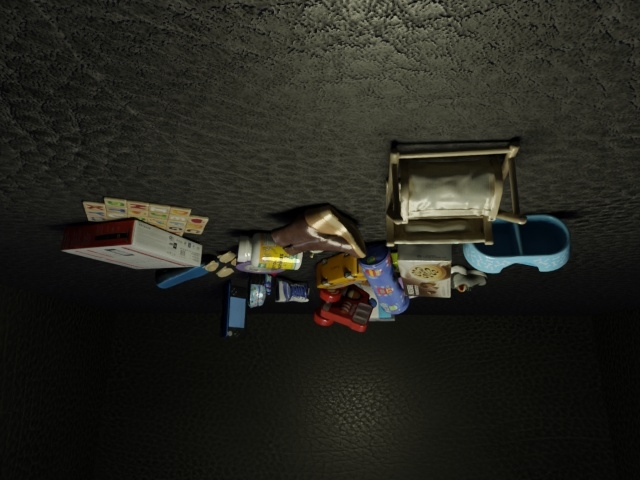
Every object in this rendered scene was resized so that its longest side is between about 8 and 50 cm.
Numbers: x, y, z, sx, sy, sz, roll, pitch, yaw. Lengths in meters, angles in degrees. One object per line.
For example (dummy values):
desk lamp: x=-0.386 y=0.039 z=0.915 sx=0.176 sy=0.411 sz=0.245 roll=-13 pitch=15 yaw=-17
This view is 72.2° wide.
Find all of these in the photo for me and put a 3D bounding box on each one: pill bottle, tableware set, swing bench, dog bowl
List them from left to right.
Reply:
tableware set: x=-0.385 y=0.096 z=1.783 sx=0.141 sy=0.020 sz=0.168 roll=-32 pitch=153 yaw=10
pill bottle: x=-0.171 y=0.035 z=1.476 sx=0.208 sy=0.118 sz=0.117 roll=5 pitch=163 yaw=-13
swing bench: x=0.276 y=-0.087 z=0.969 sx=0.253 sy=0.165 sz=0.255 roll=-1 pitch=169 yaw=5
dog bowl: x=0.570 y=0.002 z=1.271 sx=0.297 sy=0.166 sz=0.074 roll=-3 pitch=152 yaw=13

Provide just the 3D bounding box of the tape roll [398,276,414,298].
tape roll: x=0.422 y=0.201 z=1.948 sx=0.274 sy=0.090 sz=0.275 roll=-14 pitch=167 yaw=-3

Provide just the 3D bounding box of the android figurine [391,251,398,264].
android figurine: x=0.340 y=0.084 z=1.734 sx=0.272 sy=0.056 sz=0.248 roll=2 pitch=164 yaw=-6

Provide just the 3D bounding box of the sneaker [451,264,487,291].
sneaker: x=0.653 y=0.182 z=1.967 sx=0.271 sy=0.108 sz=0.100 roll=12 pitch=159 yaw=-37

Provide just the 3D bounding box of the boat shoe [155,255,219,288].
boat shoe: x=-0.544 y=0.104 z=1.773 sx=0.258 sy=0.089 sz=0.109 roll=-18 pitch=154 yaw=-17

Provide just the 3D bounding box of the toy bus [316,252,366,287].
toy bus: x=0.093 y=0.121 z=1.778 sx=0.130 sy=0.108 sz=0.332 roll=9 pitch=162 yaw=-28

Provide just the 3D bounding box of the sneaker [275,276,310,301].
sneaker: x=-0.140 y=0.254 z=2.259 sx=0.182 sy=0.128 sz=0.315 roll=-1 pitch=171 yaw=-7

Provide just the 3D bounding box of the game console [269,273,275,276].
game console: x=-0.237 y=0.097 z=1.884 sx=0.124 sy=0.085 sz=0.144 roll=-35 pitch=156 yaw=9

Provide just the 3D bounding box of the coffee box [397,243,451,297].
coffee box: x=0.362 y=0.085 z=1.505 sx=0.168 sy=0.119 sz=0.297 roll=0 pitch=151 yaw=16

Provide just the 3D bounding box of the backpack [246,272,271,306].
backpack: x=-0.289 y=0.228 z=2.051 sx=0.116 sy=0.173 sz=0.158 roll=3 pitch=163 yaw=-8

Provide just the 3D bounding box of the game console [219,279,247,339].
game console: x=-0.449 y=0.380 z=2.369 sx=0.173 sy=0.293 sz=0.250 roll=-12 pitch=160 yaw=39

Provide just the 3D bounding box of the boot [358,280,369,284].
boot: x=0.257 y=0.181 z=2.054 sx=0.197 sy=0.073 sz=0.152 roll=3 pitch=168 yaw=40

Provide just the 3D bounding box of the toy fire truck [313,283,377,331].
toy fire truck: x=0.122 y=0.288 z=2.003 sx=0.253 sy=0.169 sz=0.302 roll=19 pitch=-153 yaw=11

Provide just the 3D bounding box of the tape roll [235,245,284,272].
tape roll: x=-0.225 y=0.069 z=1.666 sx=0.188 sy=0.080 sz=0.189 roll=1 pitch=163 yaw=0

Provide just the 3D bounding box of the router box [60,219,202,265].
router box: x=-0.630 y=0.025 z=1.501 sx=0.301 sy=0.082 sz=0.335 roll=-4 pitch=165 yaw=21

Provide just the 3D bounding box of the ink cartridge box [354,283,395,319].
ink cartridge box: x=0.237 y=0.311 z=2.268 sx=0.270 sy=0.197 sz=0.198 roll=-4 pitch=164 yaw=15

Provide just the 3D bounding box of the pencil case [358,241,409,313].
pencil case: x=0.237 y=0.139 z=1.624 sx=0.119 sy=0.133 sz=0.306 roll=-12 pitch=131 yaw=20

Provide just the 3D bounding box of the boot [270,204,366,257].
boot: x=0.000 y=0.000 z=1.314 sx=0.206 sy=0.090 sz=0.248 roll=-24 pitch=133 yaw=26

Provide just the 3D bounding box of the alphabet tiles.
alphabet tiles: x=-0.527 y=-0.065 z=1.341 sx=0.342 sy=0.011 sz=0.285 roll=7 pitch=162 yaw=-21

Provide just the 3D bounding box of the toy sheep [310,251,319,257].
toy sheep: x=-0.011 y=-0.001 z=1.404 sx=0.091 sy=0.091 sz=0.132 roll=14 pitch=153 yaw=-37
